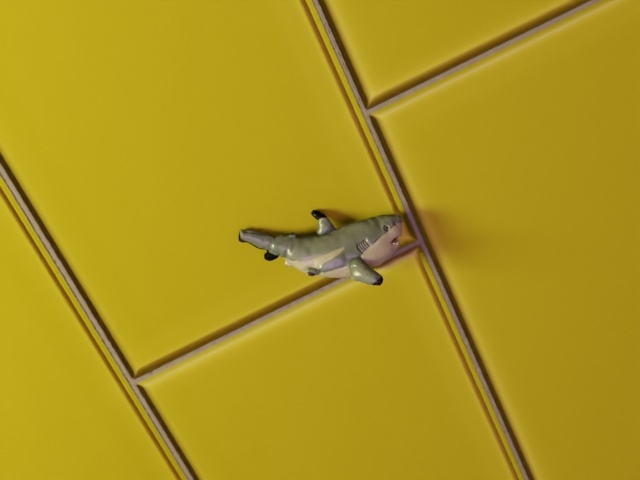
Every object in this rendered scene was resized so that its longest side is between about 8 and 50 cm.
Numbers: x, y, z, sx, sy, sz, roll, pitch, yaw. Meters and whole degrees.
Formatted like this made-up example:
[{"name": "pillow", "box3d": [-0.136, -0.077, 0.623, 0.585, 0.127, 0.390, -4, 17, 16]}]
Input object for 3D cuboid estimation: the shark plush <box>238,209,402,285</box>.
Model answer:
[{"name": "shark plush", "box3d": [0.000, 0.000, 1.645, 0.161, 0.073, 0.067, 6, 99, 3]}]
